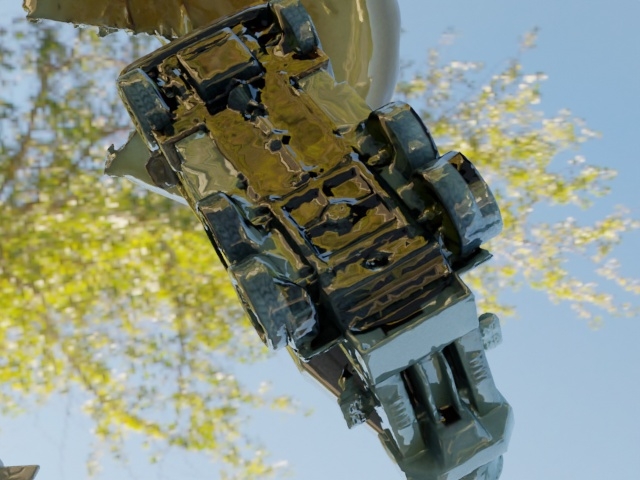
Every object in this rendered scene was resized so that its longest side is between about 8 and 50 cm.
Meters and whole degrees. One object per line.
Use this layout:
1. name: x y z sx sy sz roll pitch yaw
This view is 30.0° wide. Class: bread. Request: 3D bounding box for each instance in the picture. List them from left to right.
1. bread: -0.083 -0.188 1.049 0.333 0.160 0.333 0 -82 0

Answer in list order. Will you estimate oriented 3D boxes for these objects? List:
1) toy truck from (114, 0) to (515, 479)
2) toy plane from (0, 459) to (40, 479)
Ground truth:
1. toy truck: 0.000 0.000 0.567 0.257 0.108 0.140 51 -14 44
2. toy plane: -0.218 0.193 0.666 0.162 0.065 0.171 15 -99 41
